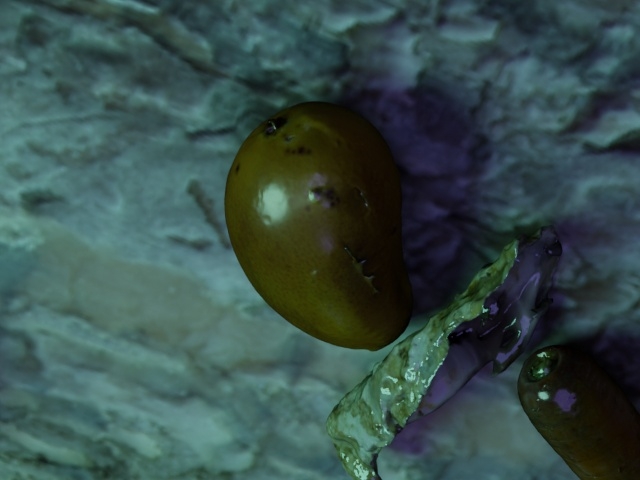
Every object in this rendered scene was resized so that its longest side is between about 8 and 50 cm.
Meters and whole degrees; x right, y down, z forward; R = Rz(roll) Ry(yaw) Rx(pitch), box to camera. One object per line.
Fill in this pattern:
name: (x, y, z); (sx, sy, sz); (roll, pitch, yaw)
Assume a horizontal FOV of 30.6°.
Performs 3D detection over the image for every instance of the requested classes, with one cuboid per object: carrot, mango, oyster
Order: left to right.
mango: (-0.001, 0.001, 0.663); (0.105, 0.084, 0.159); (-7, 113, 15)
oyster: (0.067, 0.063, 0.694); (0.200, 0.106, 0.061); (-44, 61, 6)
carrot: (0.200, 0.157, 0.730); (0.059, 0.059, 0.248); (-32, 111, 18)
